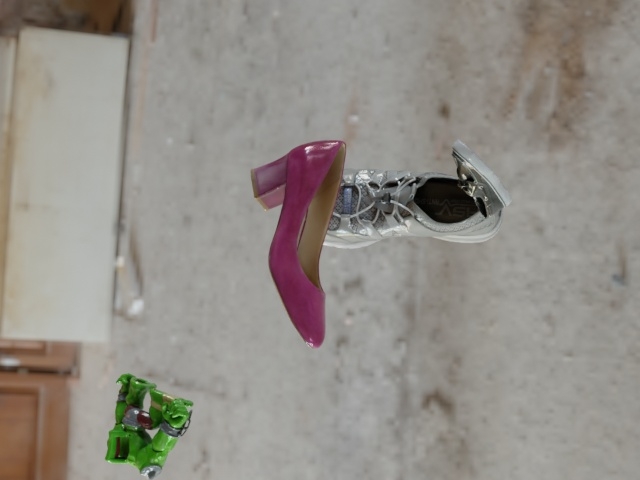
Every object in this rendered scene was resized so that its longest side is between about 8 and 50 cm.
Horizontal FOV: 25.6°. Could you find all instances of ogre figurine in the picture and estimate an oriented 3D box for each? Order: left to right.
[{"bbox_3d":[-0.253,0.264,2.000,0.197,0.097,0.118,18,89,37],"label":"ogre figurine"}]

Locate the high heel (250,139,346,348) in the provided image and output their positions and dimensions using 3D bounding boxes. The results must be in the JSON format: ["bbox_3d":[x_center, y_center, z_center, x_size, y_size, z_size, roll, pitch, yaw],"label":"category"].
[{"bbox_3d":[0.000,0.000,1.618,0.082,0.117,0.244,51,-158,-58],"label":"high heel"}]

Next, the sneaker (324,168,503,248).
[{"bbox_3d":[0.094,-0.055,1.766,0.115,0.281,0.105,92,175,-75],"label":"sneaker"}]

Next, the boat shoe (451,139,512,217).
[{"bbox_3d":[0.183,-0.068,1.646,0.040,0.142,0.049,-44,51,2],"label":"boat shoe"}]
